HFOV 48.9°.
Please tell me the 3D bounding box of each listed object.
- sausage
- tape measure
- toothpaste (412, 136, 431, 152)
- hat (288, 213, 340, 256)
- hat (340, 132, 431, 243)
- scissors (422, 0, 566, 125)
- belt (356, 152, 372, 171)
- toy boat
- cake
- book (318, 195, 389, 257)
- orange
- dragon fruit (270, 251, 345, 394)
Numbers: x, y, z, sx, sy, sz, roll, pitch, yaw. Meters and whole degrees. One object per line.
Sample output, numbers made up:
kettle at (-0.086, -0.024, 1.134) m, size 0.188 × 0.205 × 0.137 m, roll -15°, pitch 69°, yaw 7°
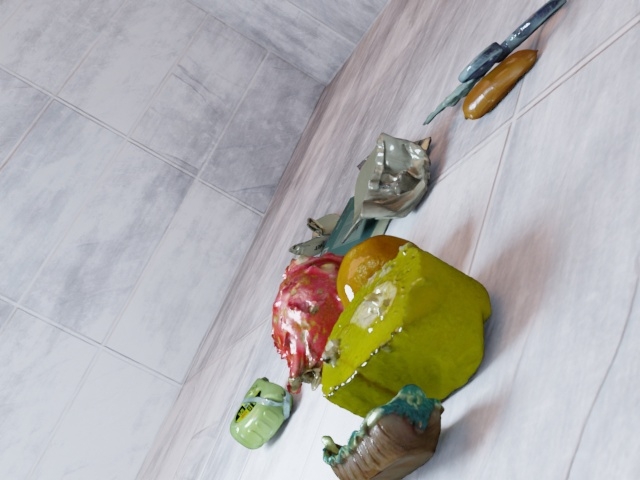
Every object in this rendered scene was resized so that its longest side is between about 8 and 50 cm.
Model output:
sausage at (0.319, -0.282, 1.277) m, size 0.183 × 0.054 × 0.062 m, roll -46°, pitch 25°, yaw 42°
tape measure at (-0.125, 0.370, 1.506) m, size 0.154 × 0.087 × 0.177 m, roll -51°, pitch 10°, yaw -18°
toothpaste at (0.200, -0.203, 1.640) m, size 0.062 × 0.039 × 0.239 m, roll -65°, pitch 13°, yaw -3°
hat at (0.000, 0.000, 1.973) m, size 0.175 × 0.085 × 0.147 m, roll -13°, pitch 32°, yaw 44°
hat at (0.140, -0.092, 1.494) m, size 0.245 × 0.149 × 0.214 m, roll 96°, pitch -171°, yaw -63°
scissors at (0.302, -0.318, 1.356) m, size 0.256 × 0.029 × 0.383 m, roll -39°, pitch -3°, yaw -18°
belt at (0.132, -0.186, 1.786) m, size 0.071 × 0.053 × 0.232 m, roll -41°, pitch 8°, yaw 9°
toy boat at (0.066, 0.269, 0.905) m, size 0.293 × 0.108 × 0.099 m, roll 127°, pitch 136°, yaw -56°
cake at (0.111, 0.125, 0.949) m, size 0.260 × 0.156 × 0.179 m, roll -49°, pitch 22°, yaw 40°
book at (0.089, -0.029, 1.709) m, size 0.264 × 0.031 × 0.379 m, roll -63°, pitch 12°, yaw -14°
orange at (0.104, 0.068, 1.121) m, size 0.155 × 0.154 × 0.134 m, roll -62°, pitch -18°, yaw -7°
dragon fruit at (0.006, 0.147, 1.235) m, size 0.268 × 0.210 × 0.205 m, roll -69°, pitch -29°, yaw -42°
